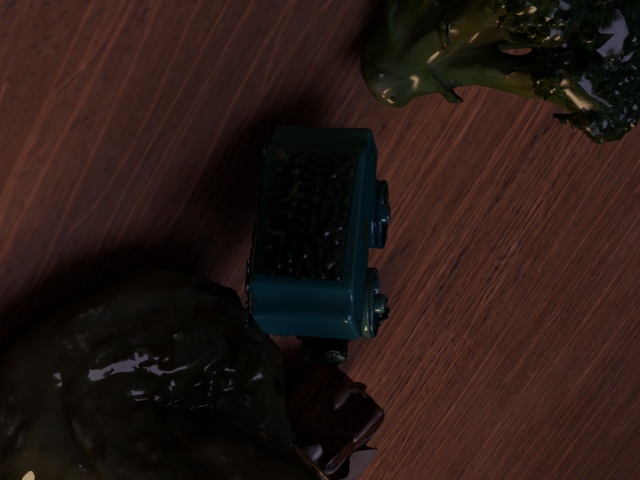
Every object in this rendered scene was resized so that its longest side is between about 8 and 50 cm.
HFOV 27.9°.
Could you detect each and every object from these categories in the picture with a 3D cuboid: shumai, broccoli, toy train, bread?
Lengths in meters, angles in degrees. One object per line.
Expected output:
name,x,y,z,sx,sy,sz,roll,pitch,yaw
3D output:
shumai,-0.133,0.248,1.142,0.324,0.323,0.397,-18,142,-41
broccoli,0.160,-0.189,1.078,0.254,0.269,0.269,19,113,-51
toy train,0.000,0.000,1.129,0.112,0.203,0.163,1,161,9
bread,-0.029,0.234,1.423,0.212,0.142,0.224,-48,169,-19
